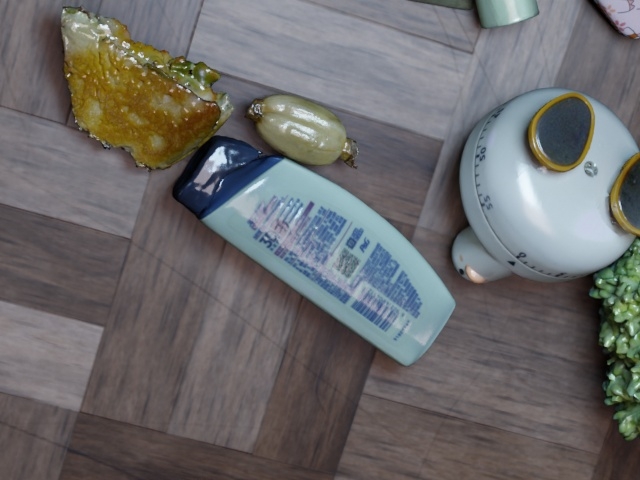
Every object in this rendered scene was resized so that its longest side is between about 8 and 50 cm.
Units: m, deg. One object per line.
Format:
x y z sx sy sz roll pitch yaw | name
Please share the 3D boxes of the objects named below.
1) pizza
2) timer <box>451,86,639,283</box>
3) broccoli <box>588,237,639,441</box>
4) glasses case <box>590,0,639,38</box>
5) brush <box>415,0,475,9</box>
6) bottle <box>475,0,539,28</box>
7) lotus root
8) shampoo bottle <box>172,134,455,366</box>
-0.217 -0.175 1.766 0.226 0.069 0.147 28 118 -10 | pizza
0.266 -0.059 1.831 0.233 0.240 0.233 7 74 -26 | timer
0.490 0.073 1.843 0.277 0.317 0.338 43 60 -17 | broccoli
0.332 -0.357 1.820 0.103 0.067 0.266 -43 106 -1 | glasses case
0.095 -0.303 1.811 0.190 0.027 0.034 8 102 -13 | brush
0.201 -0.355 1.796 0.072 0.072 0.201 -17 104 -6 | bottle
-0.019 -0.130 1.809 0.150 0.062 0.073 24 74 -15 | lotus root
0.000 0.000 1.832 0.359 0.078 0.134 36 88 -15 | shampoo bottle
